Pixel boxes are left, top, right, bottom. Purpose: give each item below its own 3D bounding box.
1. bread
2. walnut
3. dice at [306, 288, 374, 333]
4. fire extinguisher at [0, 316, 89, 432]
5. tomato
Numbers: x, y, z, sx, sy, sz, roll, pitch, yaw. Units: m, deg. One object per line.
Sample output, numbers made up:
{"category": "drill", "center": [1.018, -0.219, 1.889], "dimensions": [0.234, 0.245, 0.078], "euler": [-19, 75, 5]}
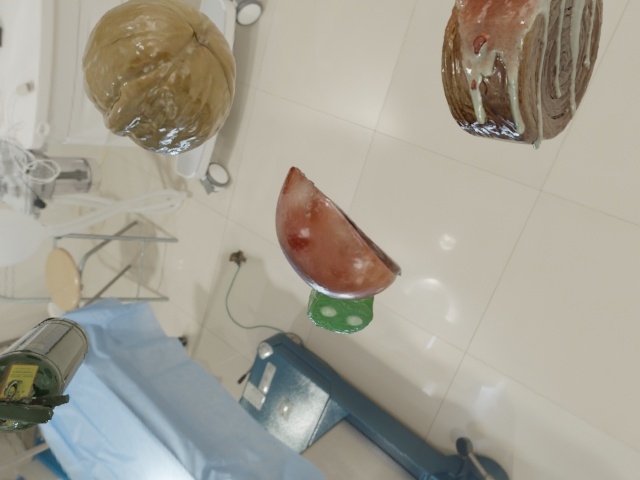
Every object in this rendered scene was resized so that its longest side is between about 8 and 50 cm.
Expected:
{"category": "bread", "center": [0.175, -0.161, 0.388], "dimensions": [0.073, 0.160, 0.160], "euler": [28, 113, 44]}
{"category": "walnut", "center": [-0.318, -0.315, 0.907], "dimensions": [0.313, 0.277, 0.252], "euler": [-22, 68, 39]}
{"category": "dice", "center": [0.045, 0.095, 0.881], "dimensions": [0.120, 0.128, 0.131], "euler": [17, 137, -5]}
{"category": "fire extinguisher", "center": [-0.378, 0.178, 0.612], "dimensions": [0.311, 0.114, 0.095], "euler": [-175, 91, -72]}
{"category": "tomato", "center": [0.000, 0.000, 0.632], "dimensions": [0.112, 0.228, 0.199], "euler": [-45, 105, 1]}
